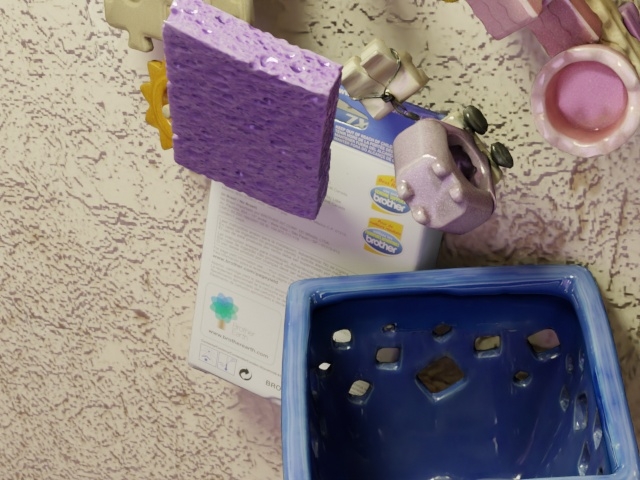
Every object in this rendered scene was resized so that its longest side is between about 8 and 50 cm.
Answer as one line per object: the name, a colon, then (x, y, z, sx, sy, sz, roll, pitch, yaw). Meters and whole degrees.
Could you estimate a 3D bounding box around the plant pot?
plant pot: (0.094, 0.172, 1.107, 0.235, 0.236, 0.212, -3, 127, 0)

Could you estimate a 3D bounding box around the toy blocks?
toy blocks: (0.088, -0.162, 0.904, 0.309, 0.260, 0.289, -35, 96, 27)

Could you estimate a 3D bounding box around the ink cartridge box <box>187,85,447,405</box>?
ink cartridge box: (0.000, 0.000, 1.208, 0.185, 0.065, 0.311, 23, 126, 19)

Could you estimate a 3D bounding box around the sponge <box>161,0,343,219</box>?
sponge: (-0.047, -0.085, 1.051, 0.117, 0.031, 0.210, 24, 159, 6)

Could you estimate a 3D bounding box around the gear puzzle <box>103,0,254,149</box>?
gear puzzle: (-0.099, -0.217, 1.130, 0.175, 0.044, 0.339, 20, 121, 42)
